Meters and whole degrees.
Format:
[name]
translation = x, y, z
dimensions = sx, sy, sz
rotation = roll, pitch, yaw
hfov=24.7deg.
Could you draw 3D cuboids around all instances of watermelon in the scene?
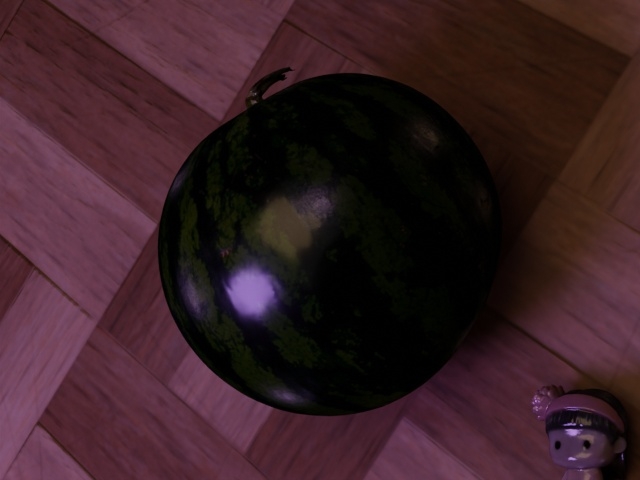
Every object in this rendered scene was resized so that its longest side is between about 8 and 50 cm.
[watermelon]
translation = 0.002, 0.005, 1.100
dimensions = 0.269, 0.269, 0.269
rotation = -11, 69, 31

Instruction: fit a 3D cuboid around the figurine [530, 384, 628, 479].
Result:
[figurine]
translation = 0.187, 0.167, 1.044
dimensions = 0.072, 0.054, 0.129
rotation = -10, 76, 47
